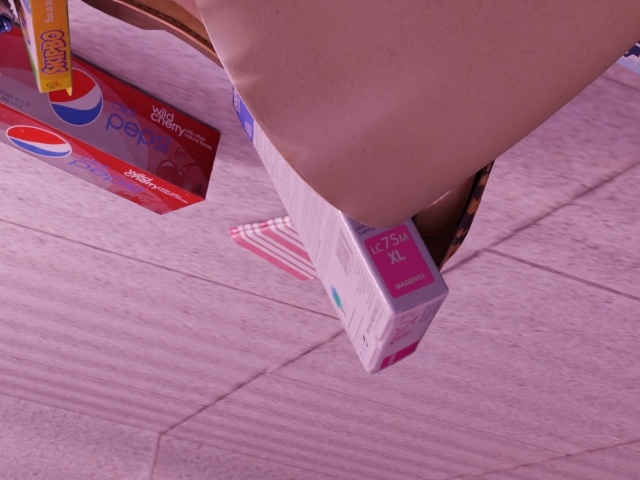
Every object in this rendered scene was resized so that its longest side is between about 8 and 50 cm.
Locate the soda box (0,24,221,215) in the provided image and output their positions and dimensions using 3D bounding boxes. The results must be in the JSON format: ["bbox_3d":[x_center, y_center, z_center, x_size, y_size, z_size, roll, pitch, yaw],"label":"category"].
[{"bbox_3d":[-0.236,-0.118,1.119,0.263,0.083,0.092,26,154,-34],"label":"soda box"}]

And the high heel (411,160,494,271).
[{"bbox_3d":[0.121,-0.079,0.918,0.093,0.186,0.261,11,158,-3],"label":"high heel"}]

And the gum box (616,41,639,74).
[{"bbox_3d":[0.270,-0.178,0.806,0.184,0.041,0.157,22,155,-24],"label":"gum box"}]

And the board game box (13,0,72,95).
[{"bbox_3d":[-0.218,-0.216,0.826,0.039,0.124,0.259,-15,163,-13],"label":"board game box"}]

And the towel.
[{"bbox_3d":[0.000,0.000,1.379,0.197,0.029,0.144,-12,149,39],"label":"towel"}]

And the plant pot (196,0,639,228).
[{"bbox_3d":[0.105,-0.177,0.658,0.274,0.256,0.256,-26,143,25],"label":"plant pot"}]

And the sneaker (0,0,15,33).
[{"bbox_3d":[-0.277,-0.192,0.893,0.052,0.135,0.058,-28,117,8],"label":"sneaker"}]

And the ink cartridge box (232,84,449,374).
[{"bbox_3d":[0.007,-0.049,0.989,0.065,0.311,0.186,-25,163,-13],"label":"ink cartridge box"}]

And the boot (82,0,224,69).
[{"bbox_3d":[-0.046,-0.195,0.831,0.305,0.112,0.115,18,150,-11],"label":"boot"}]
